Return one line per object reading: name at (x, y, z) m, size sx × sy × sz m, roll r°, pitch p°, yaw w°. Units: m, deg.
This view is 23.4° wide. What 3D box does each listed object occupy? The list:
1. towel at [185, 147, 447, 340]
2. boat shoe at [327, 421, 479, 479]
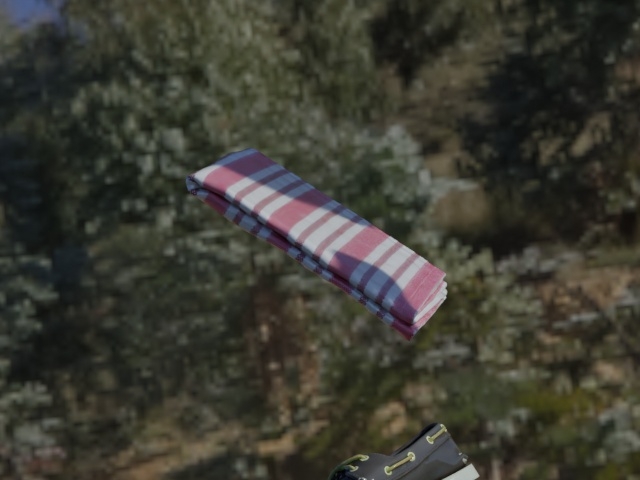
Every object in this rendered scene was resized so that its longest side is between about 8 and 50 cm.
towel at (0.000, 0.000, 1.124) m, size 0.197 × 0.029 × 0.144 m, roll 33°, pitch 15°, yaw 6°
boat shoe at (0.046, 0.221, 1.366) m, size 0.228 × 0.068 × 0.081 m, roll -14°, pitch -19°, yaw -46°
